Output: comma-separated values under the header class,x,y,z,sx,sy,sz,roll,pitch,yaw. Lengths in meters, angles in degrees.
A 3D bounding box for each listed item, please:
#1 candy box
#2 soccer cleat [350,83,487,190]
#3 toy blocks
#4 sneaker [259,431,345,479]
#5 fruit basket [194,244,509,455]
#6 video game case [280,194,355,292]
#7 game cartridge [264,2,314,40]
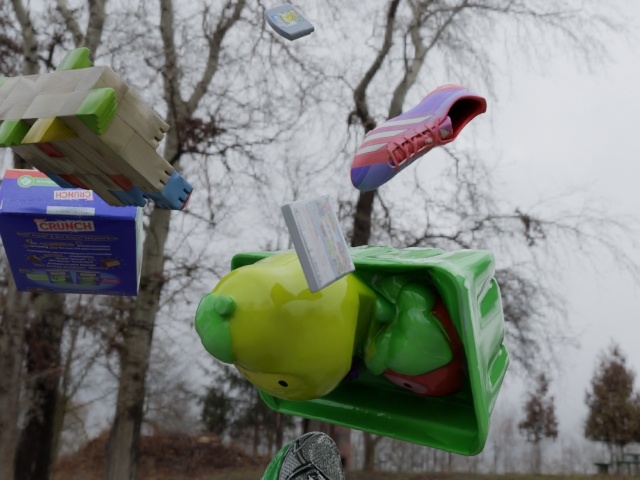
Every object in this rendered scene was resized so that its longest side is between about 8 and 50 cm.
class,x,y,z,sx,sy,sz,roll,pitch,yaw
candy box,-0.515,-0.009,1.609,0.269,0.122,0.317,4,-32,-11
soccer cleat,0.151,-0.161,1.189,0.095,0.248,0.083,27,-29,53
toy blocks,-0.373,-0.156,1.266,0.382,0.190,0.261,6,-29,39
sneaker,0.008,0.349,0.919,0.134,0.343,0.146,34,-71,-16
fruit basket,0.015,0.125,0.948,0.393,0.282,0.392,-11,15,3
video game case,0.000,0.000,0.760,0.011,0.087,0.122,-20,0,20
game cartridge,-0.055,-0.363,1.266,0.056,0.083,0.017,-29,-32,-21
